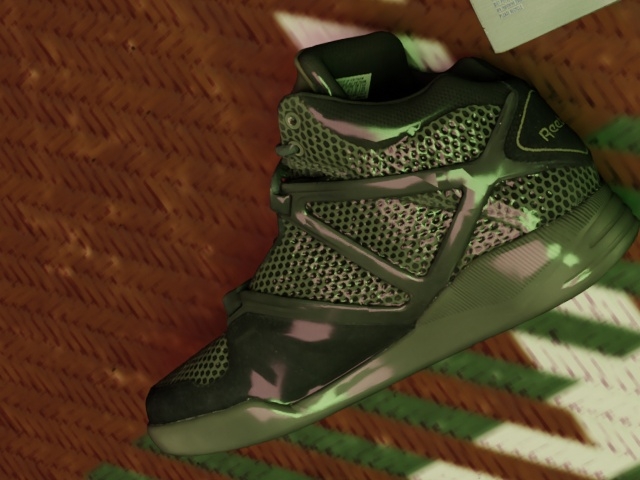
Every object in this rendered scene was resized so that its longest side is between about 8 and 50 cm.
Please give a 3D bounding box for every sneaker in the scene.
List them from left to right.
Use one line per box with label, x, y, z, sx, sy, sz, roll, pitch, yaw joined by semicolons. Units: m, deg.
sneaker;0.000;0.000;0.589;0.227;0.087;0.130;-32;93;31

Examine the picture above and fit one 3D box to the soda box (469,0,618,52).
soda box;0.166;-0.159;0.425;0.286;0.098;0.091;-22;101;33
